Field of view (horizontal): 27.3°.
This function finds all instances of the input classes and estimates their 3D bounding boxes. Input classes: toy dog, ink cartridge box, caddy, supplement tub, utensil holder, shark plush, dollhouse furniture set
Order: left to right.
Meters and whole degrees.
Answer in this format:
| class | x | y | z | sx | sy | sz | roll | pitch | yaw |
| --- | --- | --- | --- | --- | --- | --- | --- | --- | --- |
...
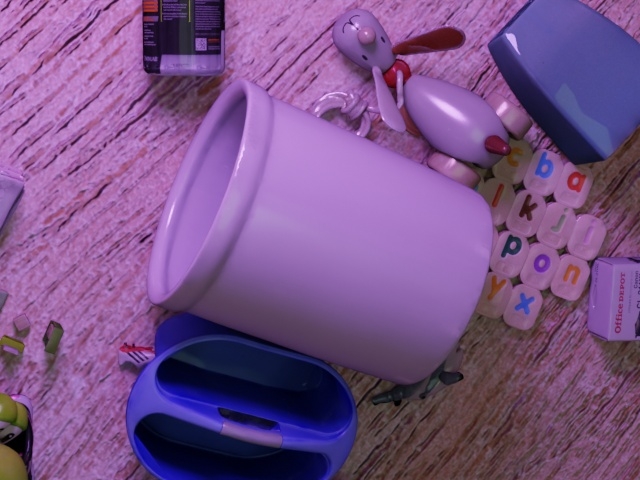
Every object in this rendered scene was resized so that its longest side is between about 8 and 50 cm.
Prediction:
| class | x | y | z | sx | sy | sz | roll | pitch | yaw |
| --- | --- | --- | --- | --- | --- | --- | --- | --- | --- |
| dollhouse furniture set | -0.445 | 0.116 | 1.868 | 0.151 | 0.058 | 0.076 | 24 | 92 | -17 |
| supplement tub | -0.190 | -0.326 | 1.832 | 0.117 | 0.117 | 0.190 | -1 | 100 | -14 |
| caddy | -0.116 | 0.247 | 1.893 | 0.341 | 0.179 | 0.241 | 17 | 102 | -20 |
| utensil holder | 0.000 | 0.000 | 1.828 | 0.385 | 0.327 | 0.328 | 22 | 93 | -18 |
| shark plush | 0.155 | 0.213 | 2.059 | 0.161 | 0.073 | 0.067 | -30 | 86 | 13 |
| toy dog | 0.164 | -0.198 | 1.905 | 0.333 | 0.161 | 0.220 | 18 | 92 | -14 |
| ink cartridge box | 0.526 | 0.094 | 2.108 | 0.175 | 0.072 | 0.127 | -1 | 100 | -15 |

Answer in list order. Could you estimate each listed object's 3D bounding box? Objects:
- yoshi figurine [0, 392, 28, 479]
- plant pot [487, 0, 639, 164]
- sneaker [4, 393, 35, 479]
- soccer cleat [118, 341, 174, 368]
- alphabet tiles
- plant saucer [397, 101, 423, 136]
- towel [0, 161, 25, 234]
| class | x | y | z | sx | sy | sz | roll | pitch | yaw |
| --- | --- | --- | --- | --- | --- | --- | --- | --- | --- |
| yoshi figurine | -0.545 | 0.355 | 1.787 | 0.362 | 0.203 | 0.203 | -34 | 99 | 2 |
| plant pot | 0.376 | -0.255 | 1.967 | 0.234 | 0.166 | 0.165 | 43 | 87 | -5 |
| sneaker | -0.446 | 0.316 | 1.891 | 0.072 | 0.077 | 0.178 | -3 | 100 | -14 |
| soccer cleat | -0.258 | 0.173 | 1.944 | 0.083 | 0.029 | 0.036 | 9 | 106 | -12 |
| alphabet tiles | 0.307 | -0.010 | 2.062 | 0.284 | 0.021 | 0.278 | 20 | 94 | -17 |
| plant saucer | 0.157 | -0.199 | 1.996 | 0.083 | 0.013 | 0.083 | -2 | 100 | -14 |
| towel | -0.592 | 0.002 | 1.744 | 0.317 | 0.053 | 0.332 | 23 | 99 | -39 |
